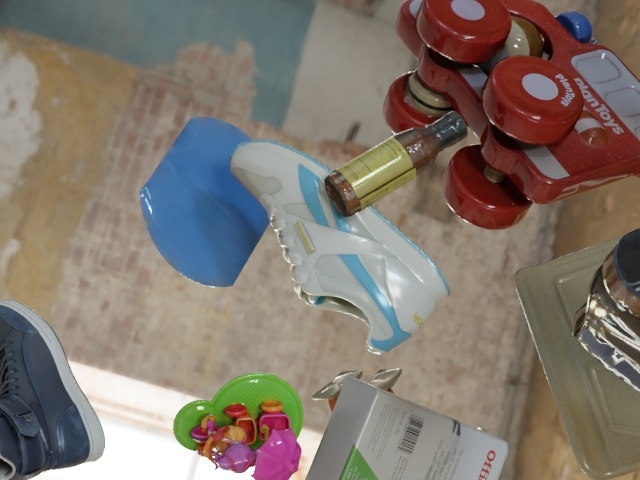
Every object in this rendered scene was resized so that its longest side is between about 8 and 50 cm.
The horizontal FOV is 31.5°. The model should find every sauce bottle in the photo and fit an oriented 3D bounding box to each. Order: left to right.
[{"bbox_3d":[0.065,-0.066,0.942,0.128,0.042,0.042,-30,178,-17],"label":"sauce bottle"}]

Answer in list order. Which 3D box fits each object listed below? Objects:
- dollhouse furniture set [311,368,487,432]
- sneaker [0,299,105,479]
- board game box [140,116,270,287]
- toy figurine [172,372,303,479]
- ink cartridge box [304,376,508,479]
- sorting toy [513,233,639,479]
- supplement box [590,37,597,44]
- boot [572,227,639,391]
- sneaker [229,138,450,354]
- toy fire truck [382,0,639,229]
[{"bbox_3d":[0.116,0.338,1.696,0.135,0.259,0.262,-29,108,-52],"label":"dollhouse furniture set"},{"bbox_3d":[-0.359,0.168,1.264,0.163,0.226,0.086,-12,148,-49],"label":"sneaker"},{"bbox_3d":[-0.115,-0.037,1.118,0.033,0.133,0.169,-13,-140,48],"label":"board game box"},{"bbox_3d":[-0.091,0.253,1.416,0.159,0.173,0.130,-134,-138,-73],"label":"toy figurine"},{"bbox_3d":[0.112,0.292,1.471,0.092,0.219,0.160,11,-104,65],"label":"ink cartridge box"},{"bbox_3d":[0.316,0.124,0.967,0.041,0.229,0.307,64,10,-57],"label":"sorting toy"},{"bbox_3d":[0.398,-0.276,1.780,0.083,0.056,0.083,-75,164,-74],"label":"supplement box"},{"bbox_3d":[0.278,0.072,0.767,0.082,0.219,0.106,-61,178,-31],"label":"boot"},{"bbox_3d":[0.000,0.000,0.986,0.092,0.228,0.087,-47,166,-11],"label":"sneaker"},{"bbox_3d":[0.229,-0.166,1.244,0.302,0.254,0.169,57,-33,29],"label":"toy fire truck"}]
